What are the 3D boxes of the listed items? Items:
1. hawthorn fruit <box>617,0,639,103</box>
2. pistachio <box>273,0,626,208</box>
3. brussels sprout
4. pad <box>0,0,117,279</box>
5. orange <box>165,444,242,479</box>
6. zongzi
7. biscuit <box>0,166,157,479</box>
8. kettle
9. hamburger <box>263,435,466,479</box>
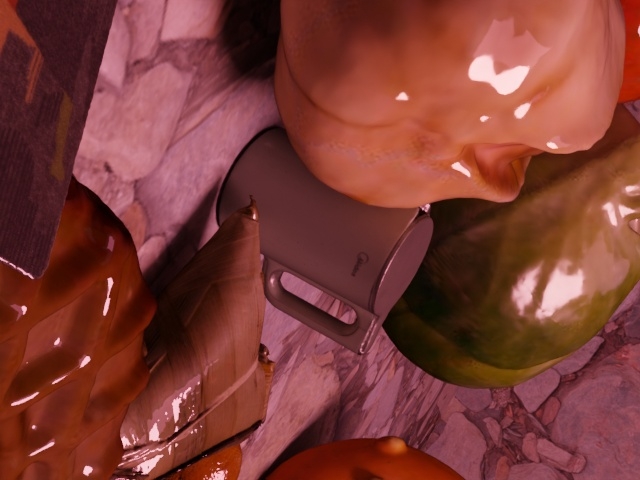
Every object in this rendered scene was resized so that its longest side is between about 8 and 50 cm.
[{"bbox_3d":[0.294,-0.255,0.855,0.277,0.298,0.277,-169,-90,-75],"label":"hawthorn fruit"},{"bbox_3d":[0.094,-0.142,0.629,0.229,0.238,0.321,-31,176,40],"label":"pistachio"},{"bbox_3d":[0.204,-0.007,0.981,0.354,0.289,0.281,-36,168,21],"label":"brussels sprout"},{"bbox_3d":[-0.139,-0.090,0.280,0.211,0.003,0.143,44,48,-55],"label":"pad"},{"bbox_3d":[-0.112,0.209,0.849,0.085,0.085,0.085,-50,158,-28],"label":"orange"},{"bbox_3d":[-0.110,0.075,0.641,0.194,0.099,0.198,-20,124,-53],"label":"zongzi"},{"bbox_3d":[-0.199,0.070,0.368,0.366,0.115,0.268,-28,143,-59],"label":"biscuit"},{"bbox_3d":[-0.001,-0.003,0.708,0.127,0.148,0.098,-57,161,-8],"label":"kettle"},{"bbox_3d":[0.066,0.467,1.179,0.396,0.395,0.278,-46,157,-36],"label":"hamburger"}]
